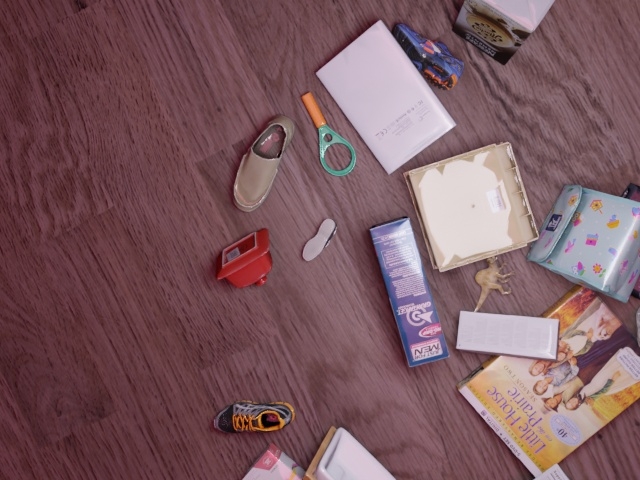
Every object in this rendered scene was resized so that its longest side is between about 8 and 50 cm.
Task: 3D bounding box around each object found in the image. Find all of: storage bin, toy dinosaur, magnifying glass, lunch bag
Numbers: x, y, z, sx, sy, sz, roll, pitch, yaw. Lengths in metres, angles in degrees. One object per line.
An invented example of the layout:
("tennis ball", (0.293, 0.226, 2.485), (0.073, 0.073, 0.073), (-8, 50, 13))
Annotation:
("storage bin", (0.371, -0.085, 1.754), (0.260, 0.123, 0.262), (-17, 91, 5))
("toy dinosaur", (0.437, 0.106, 1.793), (0.092, 0.053, 0.183), (6, 123, -1))
("magnifying glass", (0.016, -0.273, 1.824), (0.092, 0.026, 0.231), (-27, 90, 6))
("lunch bag", (0.639, -0.006, 1.689), (0.160, 0.262, 0.223), (22, 96, -41))

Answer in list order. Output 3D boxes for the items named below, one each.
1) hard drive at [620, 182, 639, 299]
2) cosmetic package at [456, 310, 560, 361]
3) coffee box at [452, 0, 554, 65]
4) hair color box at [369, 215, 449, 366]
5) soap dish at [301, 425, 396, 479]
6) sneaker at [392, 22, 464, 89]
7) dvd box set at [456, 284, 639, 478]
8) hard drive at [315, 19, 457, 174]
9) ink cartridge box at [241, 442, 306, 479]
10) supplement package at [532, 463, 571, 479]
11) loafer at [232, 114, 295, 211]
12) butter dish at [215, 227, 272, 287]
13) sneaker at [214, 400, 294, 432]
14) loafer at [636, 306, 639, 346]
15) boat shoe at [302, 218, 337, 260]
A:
("hard drive", (0.784, 0.002, 1.745), (0.172, 0.054, 0.255), (27, 96, 13))
("cosmetic package", (0.464, 0.237, 1.747), (0.239, 0.060, 0.099), (3, 72, 24))
("coffee box", (0.420, -0.531, 1.636), (0.168, 0.297, 0.119), (34, 92, 3))
("hair color box", (0.217, 0.120, 1.752), (0.105, 0.174, 0.347), (-17, 91, 7))
("soap dish", (0.083, 0.639, 1.777), (0.291, 0.229, 0.118), (45, 113, 1))
("sneaker", (0.267, -0.467, 1.770), (0.221, 0.083, 0.087), (45, 61, 10))
("dvd box set", (0.604, 0.352, 1.787), (0.420, 0.062, 0.308), (-41, 88, 6))
("hard drive", (0.164, -0.357, 1.777), (0.210, 0.040, 0.319), (-36, 90, 19))
("ink cartridge box", (-0.095, 0.648, 1.863), (0.198, 0.067, 0.115), (39, 95, 2))
("supplement package", (0.550, 0.700, 1.751), (0.244, 0.139, 0.134), (-38, 122, 7))
("loafer", (-0.154, -0.201, 1.809), (0.102, 0.092, 0.269), (24, 95, 3))
("butter dish", (-0.179, 0.066, 1.814), (0.160, 0.160, 0.118), (-29, 114, 6))
("sneaker", (-0.178, 0.468, 1.854), (0.214, 0.083, 0.084), (-10, 94, 7))
("loafer", (0.800, 0.212, 1.748), (0.045, 0.125, 0.039), (14, 135, 16))
("boat shoe", (0.000, 0.000, 1.834), (0.046, 0.038, 0.125), (33, 95, 22))
